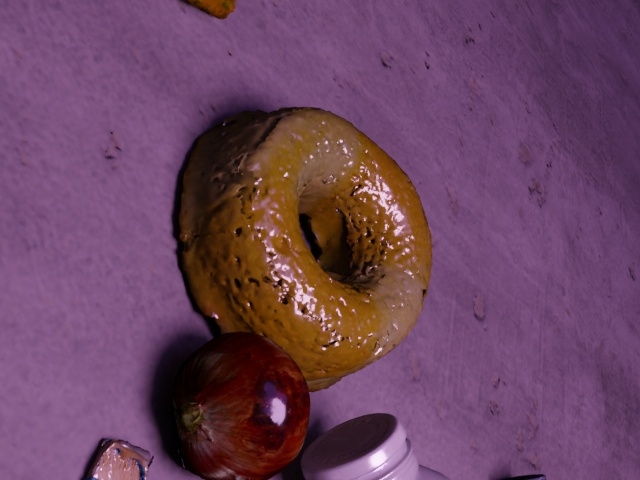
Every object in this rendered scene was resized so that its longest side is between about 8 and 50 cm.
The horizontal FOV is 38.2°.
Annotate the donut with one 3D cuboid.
[{"bbox_3d":[0.000,0.000,0.828,0.272,0.107,0.272,23,58,-44],"label":"donut"}]

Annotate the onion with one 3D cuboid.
[{"bbox_3d":[-0.057,0.128,0.708,0.118,0.118,0.117,-20,88,-53],"label":"onion"}]

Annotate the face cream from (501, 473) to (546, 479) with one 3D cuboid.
[{"bbox_3d":[0.248,0.409,1.015,0.144,0.071,0.291,2,76,-53],"label":"face cream"}]

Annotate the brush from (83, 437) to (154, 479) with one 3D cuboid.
[{"bbox_3d":[-0.151,0.218,0.630,0.051,0.014,0.164,34,53,-38],"label":"brush"}]

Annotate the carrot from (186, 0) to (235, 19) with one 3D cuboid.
[{"bbox_3d":[-0.136,-0.236,0.795,0.170,0.042,0.042,22,60,-48],"label":"carrot"}]

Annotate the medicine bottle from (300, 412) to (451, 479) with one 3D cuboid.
[{"bbox_3d":[0.066,0.262,0.787,0.135,0.135,0.215,-36,105,-51],"label":"medicine bottle"}]
